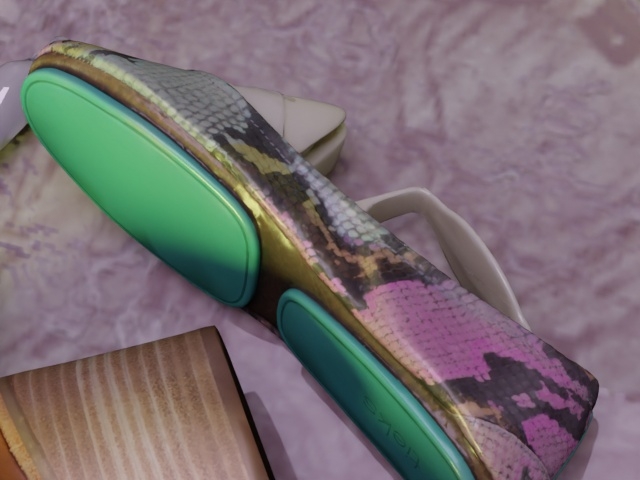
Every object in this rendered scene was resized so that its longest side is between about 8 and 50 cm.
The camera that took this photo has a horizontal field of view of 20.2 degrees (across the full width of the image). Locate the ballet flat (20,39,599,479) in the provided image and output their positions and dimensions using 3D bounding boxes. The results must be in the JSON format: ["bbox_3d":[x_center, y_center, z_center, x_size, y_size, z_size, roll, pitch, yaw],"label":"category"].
[{"bbox_3d":[0.000,0.000,0.596,0.221,0.077,0.079,41,62,15],"label":"ballet flat"}]

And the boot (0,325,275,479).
[{"bbox_3d":[-0.094,0.172,0.515,0.220,0.109,0.283,-21,65,-2],"label":"boot"}]

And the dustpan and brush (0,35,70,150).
[{"bbox_3d":[-0.159,-0.002,0.618,0.147,0.060,0.211,18,69,41],"label":"dustpan and brush"}]
